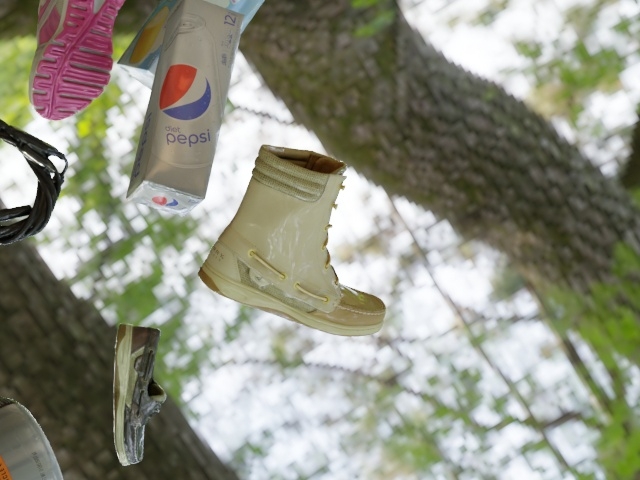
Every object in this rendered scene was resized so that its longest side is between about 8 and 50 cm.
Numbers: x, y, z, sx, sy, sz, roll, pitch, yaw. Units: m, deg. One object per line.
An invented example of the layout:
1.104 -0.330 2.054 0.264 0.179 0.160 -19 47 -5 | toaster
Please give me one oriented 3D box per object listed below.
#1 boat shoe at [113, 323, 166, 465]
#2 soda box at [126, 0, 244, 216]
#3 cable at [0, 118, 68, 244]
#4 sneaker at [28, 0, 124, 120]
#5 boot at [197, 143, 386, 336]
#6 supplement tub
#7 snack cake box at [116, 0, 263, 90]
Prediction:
-0.263 0.228 2.472 0.073 0.223 0.080 1 -160 1 | boat shoe
-0.186 -0.185 2.328 0.098 0.091 0.286 147 -43 -64 | soda box
-0.428 -0.082 2.185 0.150 0.184 0.047 -65 -166 -6 | cable
-0.330 -0.283 2.268 0.111 0.103 0.252 20 -90 59 | sneaker
0.000 0.000 2.104 0.203 0.262 0.095 -65 -154 13 | boot
-0.512 0.349 2.214 0.316 0.193 0.193 -25 -166 -30 | supplement tub
-0.176 -0.339 2.522 0.264 0.089 0.152 -56 -155 -7 | snack cake box
